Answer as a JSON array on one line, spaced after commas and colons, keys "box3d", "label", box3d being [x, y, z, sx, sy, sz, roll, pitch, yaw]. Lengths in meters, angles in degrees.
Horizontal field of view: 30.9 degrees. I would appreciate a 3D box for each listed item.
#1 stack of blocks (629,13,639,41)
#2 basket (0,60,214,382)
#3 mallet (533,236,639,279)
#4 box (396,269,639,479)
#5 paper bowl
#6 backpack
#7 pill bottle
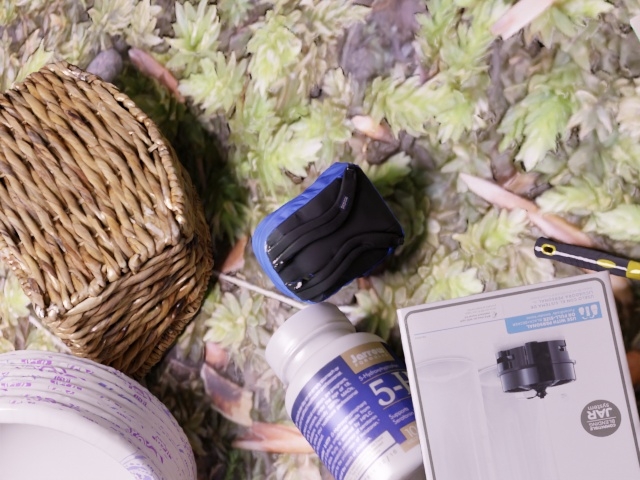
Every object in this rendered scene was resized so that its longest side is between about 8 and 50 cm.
[{"box3d": [0.326, -0.046, 0.799, 0.087, 0.171, 0.297, -32, 65, 30], "label": "stack of blocks"}, {"box3d": [-0.240, -0.022, 1.274, 0.213, 0.223, 0.299, -35, 59, -8], "label": "basket"}, {"box3d": [0.254, 0.034, 0.932, 0.190, 0.039, 0.062, 6, 90, 42], "label": "mallet"}, {"box3d": [0.167, 0.180, 0.887, 0.169, 0.087, 0.289, -10, 82, 8], "label": "box"}, {"box3d": [-0.265, 0.232, 1.171, 0.284, 0.284, 0.148, -39, 19, 27], "label": "paper bowl"}, {"box3d": [0.000, 0.000, 1.065, 0.120, 0.098, 0.101, -40, 12, -13], "label": "backpack"}, {"box3d": [0.035, 0.148, 1.030, 0.112, 0.112, 0.186, -52, 58, 20], "label": "pill bottle"}]
